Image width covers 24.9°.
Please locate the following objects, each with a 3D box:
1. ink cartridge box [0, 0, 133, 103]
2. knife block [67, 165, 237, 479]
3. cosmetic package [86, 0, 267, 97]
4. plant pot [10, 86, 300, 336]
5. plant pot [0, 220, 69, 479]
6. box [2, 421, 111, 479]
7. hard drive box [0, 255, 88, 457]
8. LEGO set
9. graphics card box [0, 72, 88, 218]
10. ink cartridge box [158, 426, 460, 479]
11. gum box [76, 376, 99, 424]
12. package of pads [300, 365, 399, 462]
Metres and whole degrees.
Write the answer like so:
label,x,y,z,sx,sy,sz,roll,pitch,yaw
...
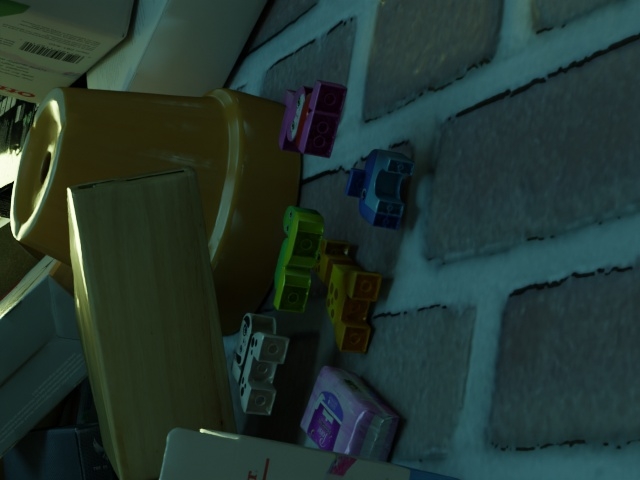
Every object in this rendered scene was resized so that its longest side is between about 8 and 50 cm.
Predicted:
label,x,y,z,sx,sy,sz,roll,pitch,yaw
ink cartridge box,-0.319,-0.240,1.437,0.278,0.201,0.117,-18,60,63
knife block,-0.109,0.117,1.026,0.275,0.088,0.242,101,153,-55
cosmetic package,-0.147,-0.292,1.452,0.377,0.097,0.284,-103,34,-46
plant pot,-0.145,-0.040,1.191,0.205,0.188,0.205,-43,39,50
plant pot,-0.351,0.111,1.546,0.254,0.237,0.237,-55,28,11
box,-0.212,0.252,1.263,0.233,0.059,0.183,-15,81,61
hard drive box,-0.259,0.090,1.321,0.181,0.089,0.232,-43,10,8
LEGO set,0.000,0.000,0.992,0.093,0.087,0.227,-133,54,-65
graphics card box,-0.331,-0.162,1.778,0.371,0.094,0.232,-17,61,63
ink cartridge box,-0.021,0.167,0.815,0.061,0.181,0.104,-3,73,65
gum box,-0.176,0.152,1.330,0.184,0.041,0.157,-27,53,58
package of pads,0.019,0.119,0.940,0.083,0.032,0.050,38,110,64
